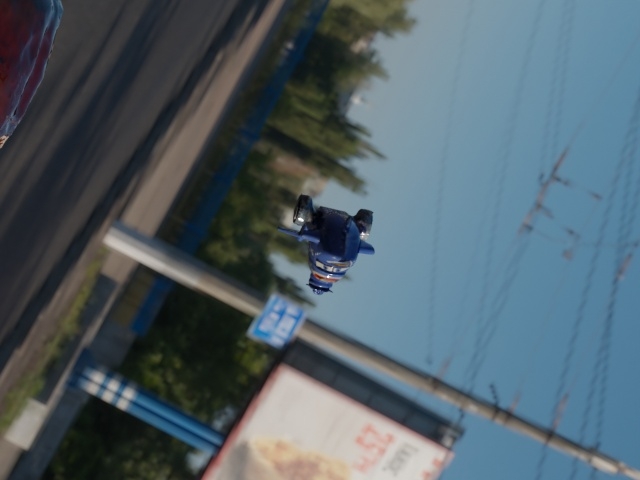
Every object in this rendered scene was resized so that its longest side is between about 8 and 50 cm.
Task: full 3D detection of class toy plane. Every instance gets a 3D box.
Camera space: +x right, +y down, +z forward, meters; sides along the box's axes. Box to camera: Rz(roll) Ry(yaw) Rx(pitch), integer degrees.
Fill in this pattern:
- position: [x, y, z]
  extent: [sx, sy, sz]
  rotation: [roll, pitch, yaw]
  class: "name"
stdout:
- position: [0.000, 0.000, 0.905]
  extent: [0.167, 0.054, 0.062]
  rotation: [-130, -126, -76]
  class: "toy plane"

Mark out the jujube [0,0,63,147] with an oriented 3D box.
- position: [-0.362, -0.129, 0.875]
  extent: [0.377, 0.276, 0.276]
  rotation: [-22, -166, 10]
  class: "jujube"
